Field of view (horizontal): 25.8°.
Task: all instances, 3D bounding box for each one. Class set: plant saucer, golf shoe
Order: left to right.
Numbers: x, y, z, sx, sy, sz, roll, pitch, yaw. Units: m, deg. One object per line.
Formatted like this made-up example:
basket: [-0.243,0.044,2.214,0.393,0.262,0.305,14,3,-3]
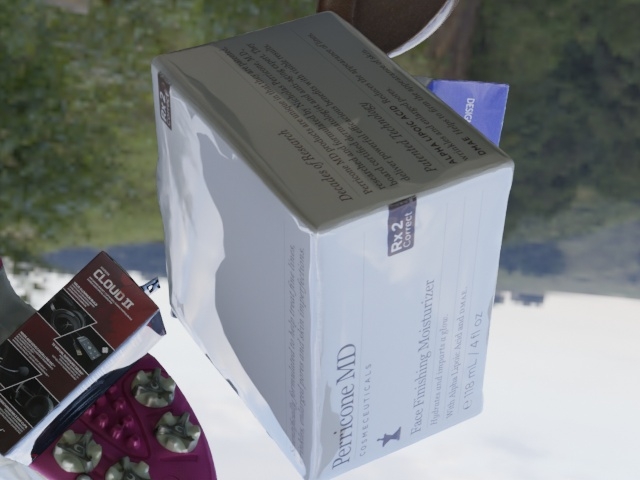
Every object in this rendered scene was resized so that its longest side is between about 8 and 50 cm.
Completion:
golf shoe: [-0.185,0.102,0.840,0.306,0.140,0.115,35,-139,25]
plant saucer: [0.079,-0.250,1.343,0.036,0.198,0.199,30,165,-38]

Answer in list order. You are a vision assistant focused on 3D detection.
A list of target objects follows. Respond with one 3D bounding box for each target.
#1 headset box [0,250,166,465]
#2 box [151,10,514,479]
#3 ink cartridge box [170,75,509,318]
headset box: [-0.092,0.042,0.516,0.032,0.083,0.062,46,168,6]
box: [0.000,0.000,0.765,0.119,0.181,0.182,-20,-137,-24]
ink cartridge box: [0.008,-0.029,1.357,0.307,0.303,0.072,7,-141,3]
